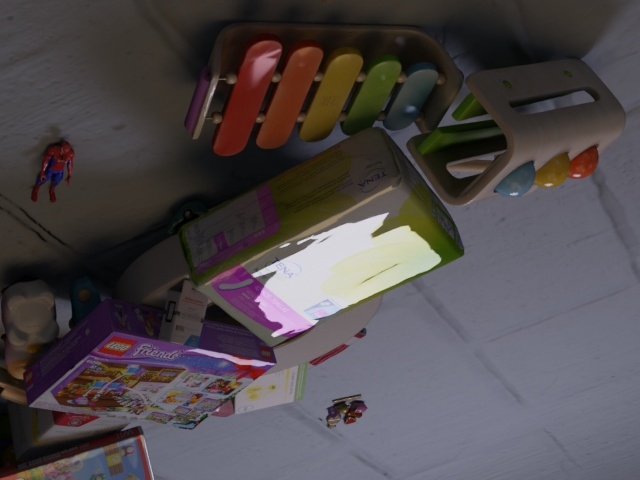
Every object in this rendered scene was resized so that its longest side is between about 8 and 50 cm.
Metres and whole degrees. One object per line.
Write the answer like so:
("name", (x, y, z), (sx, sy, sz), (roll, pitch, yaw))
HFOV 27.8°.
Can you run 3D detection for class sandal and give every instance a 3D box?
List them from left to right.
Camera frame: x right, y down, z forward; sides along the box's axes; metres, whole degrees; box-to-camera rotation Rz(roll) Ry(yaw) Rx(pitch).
("sandal", (-0.500, 0.166, 1.883), (0.240, 0.088, 0.079), (28, 97, -41))

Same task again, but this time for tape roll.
("tape roll", (-0.100, 0.087, 1.843), (0.391, 0.072, 0.392), (-11, 151, -6))

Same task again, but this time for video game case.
("video game case", (-0.399, 0.409, 2.018), (0.285, 0.025, 0.204), (-16, 127, -14))

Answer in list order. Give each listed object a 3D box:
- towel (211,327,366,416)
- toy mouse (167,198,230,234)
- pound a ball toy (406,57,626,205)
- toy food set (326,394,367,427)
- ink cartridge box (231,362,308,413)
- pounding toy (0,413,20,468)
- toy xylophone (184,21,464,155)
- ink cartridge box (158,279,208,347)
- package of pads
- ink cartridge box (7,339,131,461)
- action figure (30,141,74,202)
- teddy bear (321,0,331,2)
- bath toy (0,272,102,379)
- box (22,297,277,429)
("towel", (-0.114, 0.203, 2.149), (0.329, 0.037, 0.237), (-32, 148, 28))
("toy mouse", (-0.148, -0.027, 1.729), (0.161, 0.031, 0.143), (-1, 149, -24))
("pound a ball toy", (0.240, -0.101, 1.586), (0.319, 0.136, 0.208), (-14, 154, -50))
("toy food set", (0.051, 0.332, 2.467), (0.077, 0.019, 0.122), (-11, 151, -6))
("ink cartridge box", (-0.141, 0.227, 2.085), (0.235, 0.056, 0.171), (-12, 152, -12))
("pounding toy", (-0.493, 0.383, 2.073), (0.183, 0.237, 0.110), (-48, 168, -8))
("toy xylophone", (0.005, -0.195, 1.451), (0.322, 0.081, 0.236), (-7, 150, -14))
("ink cartridge box", (-0.178, 0.095, 1.690), (0.028, 0.083, 0.048), (7, 172, 45))
("package of pads", (0.000, 0.000, 1.585), (0.296, 0.101, 0.229), (-27, 146, 13))
("ink cartridge box", (-0.391, 0.254, 2.013), (0.128, 0.127, 0.176), (9, 142, -39))
("action figure", (-0.320, -0.083, 1.557), (0.038, 0.030, 0.115), (6, 144, -24))
("teddy bear", (0.008, -0.308, 1.224), (0.338, 0.113, 0.245), (4, 149, -30))
("bath toy", (-0.475, 0.122, 1.759), (0.348, 0.129, 0.151), (-4, 106, -22))
("box", (-0.233, 0.178, 1.796), (0.293, 0.057, 0.201), (17, 134, -44))
